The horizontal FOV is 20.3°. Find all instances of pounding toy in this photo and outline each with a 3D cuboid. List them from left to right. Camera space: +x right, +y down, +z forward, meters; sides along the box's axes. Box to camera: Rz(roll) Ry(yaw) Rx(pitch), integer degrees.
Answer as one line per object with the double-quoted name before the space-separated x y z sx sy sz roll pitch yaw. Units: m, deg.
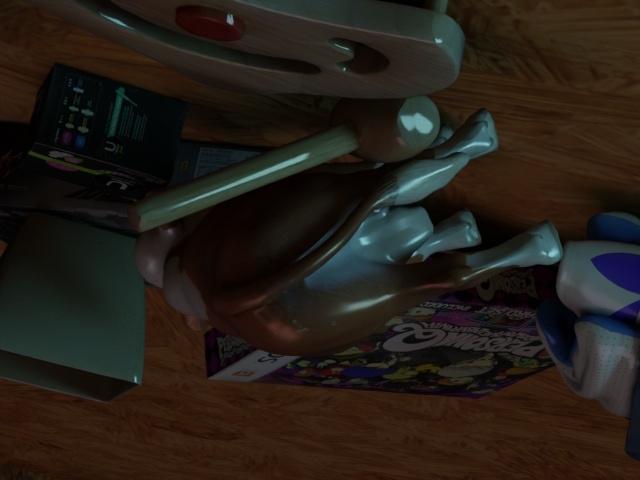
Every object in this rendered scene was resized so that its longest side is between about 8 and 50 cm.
"pounding toy" -0.028 -0.084 0.714 0.269 0.154 0.154 22 165 -37

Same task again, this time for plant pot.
"plant pot" -0.168 0.042 1.157 0.109 0.096 0.109 16 163 -15

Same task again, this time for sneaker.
"sneaker" 0.257 0.051 1.023 0.236 0.130 0.323 18 163 -16

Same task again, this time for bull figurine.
"bull figurine" 0.000 0.000 0.949 0.188 0.101 0.310 -21 -170 -7

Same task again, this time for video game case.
"video game case" 0.069 0.059 1.218 0.232 0.041 0.210 7 158 -29

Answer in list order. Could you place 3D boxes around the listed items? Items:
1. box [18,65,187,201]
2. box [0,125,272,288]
"box" -0.130 -0.062 1.062 0.083 0.052 0.062 15 164 -15
"box" -0.111 -0.014 1.208 0.231 0.056 0.183 6 165 20
